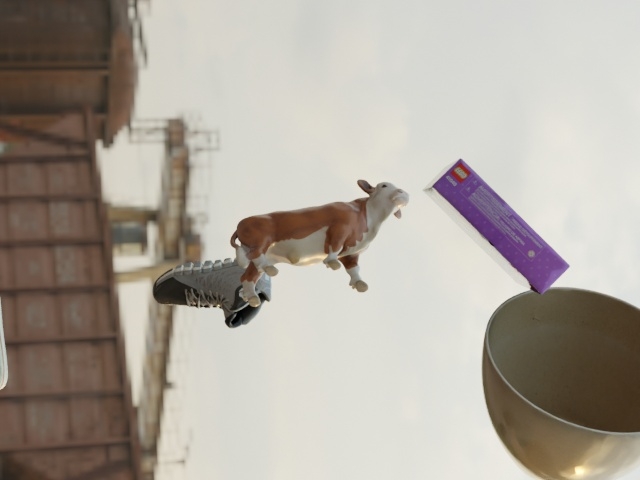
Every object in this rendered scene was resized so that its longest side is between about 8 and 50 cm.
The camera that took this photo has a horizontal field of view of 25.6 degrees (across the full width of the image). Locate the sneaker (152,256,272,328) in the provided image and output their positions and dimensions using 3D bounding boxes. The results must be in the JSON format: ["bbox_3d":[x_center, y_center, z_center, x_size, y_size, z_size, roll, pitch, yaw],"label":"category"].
[{"bbox_3d":[-0.193,0.104,2.525,0.086,0.229,0.132,63,16,-50],"label":"sneaker"}]

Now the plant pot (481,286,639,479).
[{"bbox_3d":[0.340,0.225,1.904,0.284,0.284,0.190,-109,-156,-49],"label":"plant pot"}]

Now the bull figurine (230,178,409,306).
[{"bbox_3d":[0.000,0.000,2.282,0.188,0.311,0.101,-83,156,-49],"label":"bull figurine"}]

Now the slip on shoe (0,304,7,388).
[{"bbox_3d":[-0.665,0.129,2.623,0.123,0.101,0.331,-7,-86,41],"label":"slip on shoe"}]

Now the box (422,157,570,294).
[{"bbox_3d":[0.235,-0.021,1.945,0.201,0.057,0.293,45,2,0],"label":"box"}]
